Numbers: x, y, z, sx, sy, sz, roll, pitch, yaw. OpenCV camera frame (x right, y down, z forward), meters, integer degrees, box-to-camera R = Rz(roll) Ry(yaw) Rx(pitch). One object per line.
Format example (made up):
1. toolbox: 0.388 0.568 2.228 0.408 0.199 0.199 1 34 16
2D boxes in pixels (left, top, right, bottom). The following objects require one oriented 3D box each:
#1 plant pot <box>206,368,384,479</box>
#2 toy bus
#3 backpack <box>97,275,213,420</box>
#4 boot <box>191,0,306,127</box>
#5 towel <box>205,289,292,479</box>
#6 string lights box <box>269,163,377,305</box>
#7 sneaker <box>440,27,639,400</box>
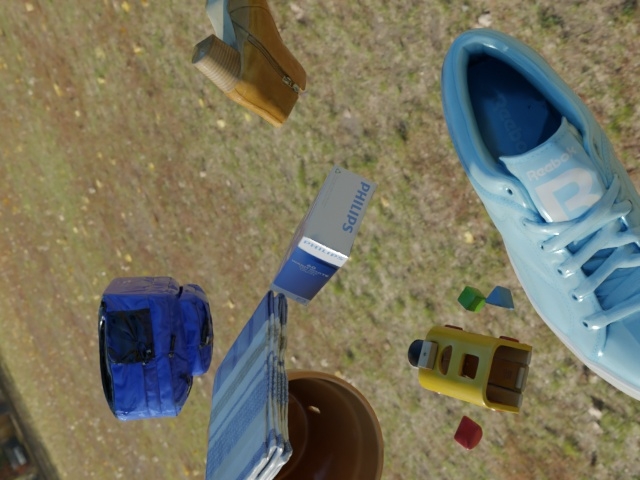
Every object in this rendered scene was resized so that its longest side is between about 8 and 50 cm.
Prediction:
1. plant pot: -0.067 0.350 1.259 0.203 0.291 0.290 -1 112 65
2. toy bus: 0.180 0.163 1.008 0.202 0.104 0.191 -48 43 29
3. backpack: -0.146 0.098 0.666 0.098 0.101 0.120 -116 26 -82
4. boot: -0.104 -0.365 1.336 0.104 0.295 0.211 -8 150 46
5. towel: -0.097 0.224 0.991 0.209 0.034 0.285 -55 23 30
6. string lights box: 0.000 0.000 1.194 0.077 0.133 0.259 25 155 -5
7. sneaker: 0.200 -0.022 0.621 0.365 0.135 0.150 58 -164 19
